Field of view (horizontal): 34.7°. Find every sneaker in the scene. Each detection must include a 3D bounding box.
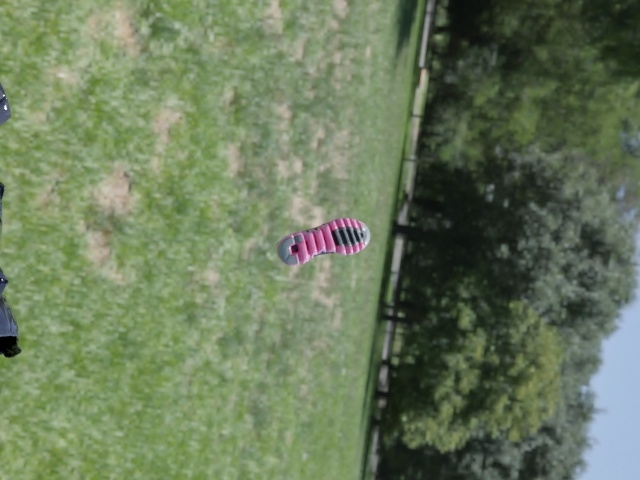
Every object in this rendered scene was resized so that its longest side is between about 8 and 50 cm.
[{"bbox_3d":[0.000,0.000,1.245,0.057,0.119,0.047,-178,-102,-76],"label":"sneaker"}]

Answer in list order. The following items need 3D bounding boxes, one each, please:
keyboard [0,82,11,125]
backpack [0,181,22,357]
[{"bbox_3d":[-0.501,-0.123,1.091,0.317,0.033,0.201,-46,115,-22],"label":"keyboard"},{"bbox_3d":[-0.497,0.042,1.325,0.263,0.213,0.276,179,-93,-66],"label":"backpack"}]
